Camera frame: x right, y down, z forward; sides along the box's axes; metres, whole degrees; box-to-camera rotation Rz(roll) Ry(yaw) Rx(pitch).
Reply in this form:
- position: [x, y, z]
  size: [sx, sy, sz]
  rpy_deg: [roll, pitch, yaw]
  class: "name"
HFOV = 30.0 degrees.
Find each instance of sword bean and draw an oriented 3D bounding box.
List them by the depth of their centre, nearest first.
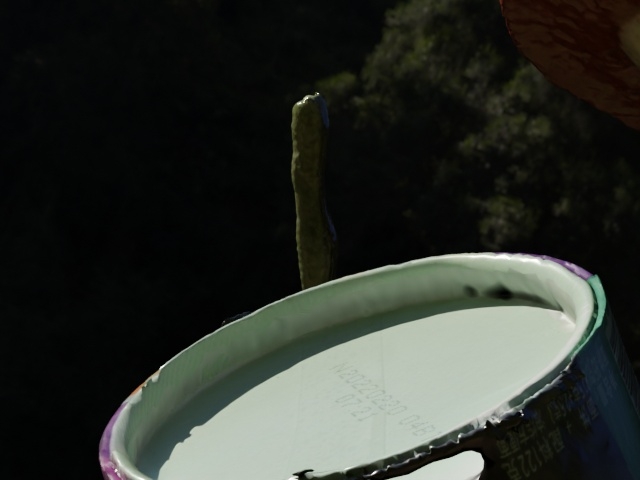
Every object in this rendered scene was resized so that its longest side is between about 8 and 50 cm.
- position: [0.000, -0.001, 1.083]
  size: [0.043, 0.269, 0.038]
  rpy_deg: [-20, 23, -38]
  class: "sword bean"

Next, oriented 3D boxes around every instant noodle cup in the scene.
- position: [0.039, 0.126, 0.462]
  size: [0.251, 0.251, 0.190]
  rpy_deg: [4, -63, 55]
  class: "instant noodle cup"

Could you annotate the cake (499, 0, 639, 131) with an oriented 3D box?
- position: [0.220, -0.122, 0.591]
  size: [0.283, 0.150, 0.177]
  rpy_deg: [22, -25, -16]
  class: "cake"
